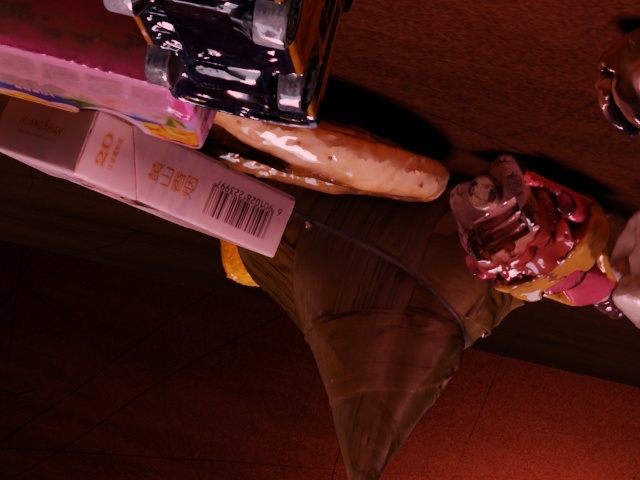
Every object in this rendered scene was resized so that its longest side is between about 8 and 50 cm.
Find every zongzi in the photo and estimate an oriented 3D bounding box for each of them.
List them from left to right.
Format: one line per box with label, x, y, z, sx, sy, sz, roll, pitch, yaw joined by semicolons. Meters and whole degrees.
zongzi;0.005;0.083;1.438;0.323;0.360;0.160;8;141;34

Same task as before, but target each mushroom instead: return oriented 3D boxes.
mushroom;0.193;-0.111;0.809;0.060;0.061;0.187;43;169;13

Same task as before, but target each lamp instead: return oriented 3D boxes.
lamp;0.220;0.002;1.353;0.118;0.118;0.253;8;173;40

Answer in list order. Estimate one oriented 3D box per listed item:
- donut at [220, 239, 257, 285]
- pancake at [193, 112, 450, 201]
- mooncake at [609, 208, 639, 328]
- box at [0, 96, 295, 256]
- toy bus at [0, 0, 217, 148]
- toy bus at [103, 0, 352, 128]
donut;-0.002;0.000;1.761;0.253;0.118;0.253;-1;174;0
pancake;-0.058;-0.095;1.309;0.356;0.065;0.356;18;175;2
mooncake;0.399;0.053;1.270;0.254;0.136;0.250;15;172;31
box;-0.156;-0.061;1.306;0.233;0.067;0.149;24;173;-40
toy bus;-0.208;-0.152;1.082;0.274;0.090;0.112;14;166;3
toy bus;-0.044;-0.140;0.768;0.098;0.114;0.201;12;167;9
